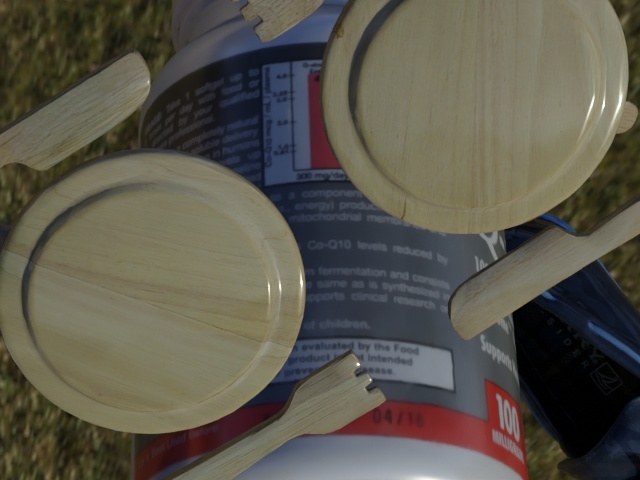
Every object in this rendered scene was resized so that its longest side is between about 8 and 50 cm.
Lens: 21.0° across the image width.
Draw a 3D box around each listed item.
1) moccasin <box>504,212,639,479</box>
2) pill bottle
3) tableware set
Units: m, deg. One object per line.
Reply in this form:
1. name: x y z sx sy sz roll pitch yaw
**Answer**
1. moccasin: 0.201 0.134 1.176 0.342 0.138 0.117 46 33 15
2. pill bottle: 0.000 0.000 0.969 0.210 0.210 0.363 4 62 -12
3. tableware set: -0.004 -0.017 0.491 0.194 0.039 0.128 -32 112 7
